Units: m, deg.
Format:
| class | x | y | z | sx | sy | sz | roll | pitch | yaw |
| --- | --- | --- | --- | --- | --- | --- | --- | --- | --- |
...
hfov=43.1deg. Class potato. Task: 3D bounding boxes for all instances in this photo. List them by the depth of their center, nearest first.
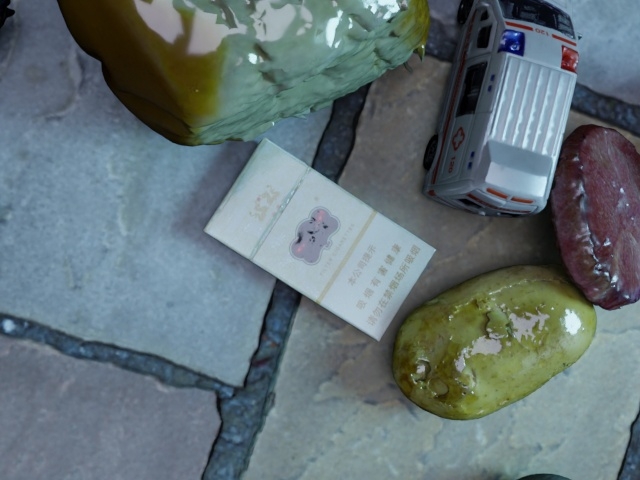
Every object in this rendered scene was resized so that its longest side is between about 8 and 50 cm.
| class | x | y | z | sx | sy | sz | roll | pitch | yaw |
| --- | --- | --- | --- | --- | --- | --- | --- | --- | --- |
| potato | 0.138 | 0.080 | 0.644 | 0.171 | 0.080 | 0.107 | -19 | 104 | -9 |

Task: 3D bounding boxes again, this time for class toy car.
| class | x | y | z | sx | sy | sz | roll | pitch | yaw |
| --- | --- | --- | --- | --- | --- | --- | --- | --- | --- |
| toy car | 0.149 | -0.121 | 0.631 | 0.090 | 0.108 | 0.209 | 15 | 87 | -8 |

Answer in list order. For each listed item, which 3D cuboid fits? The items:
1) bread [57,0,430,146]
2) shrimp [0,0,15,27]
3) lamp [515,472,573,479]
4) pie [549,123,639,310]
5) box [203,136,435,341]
| class | x | y | z | sx | sy | sz | roll | pitch | yaw |
| --- | --- | --- | --- | --- | --- | --- | --- | --- | --- |
| bread | -0.063 | -0.195 | 0.530 | 0.225 | 0.279 | 0.250 | -25 | 92 | 6 |
| shrimp | -0.317 | -0.058 | 0.589 | 0.289 | 0.075 | 0.178 | -33 | 102 | -8 |
| lamp | 0.178 | 0.237 | 0.634 | 0.105 | 0.105 | 0.105 | 0 | 89 | -8 |
| pie | 0.226 | -0.020 | 0.642 | 0.155 | 0.036 | 0.154 | 14 | 70 | -43 |
| box | 0.000 | 0.000 | 0.652 | 0.167 | 0.024 | 0.090 | 33 | 86 | -7 |
